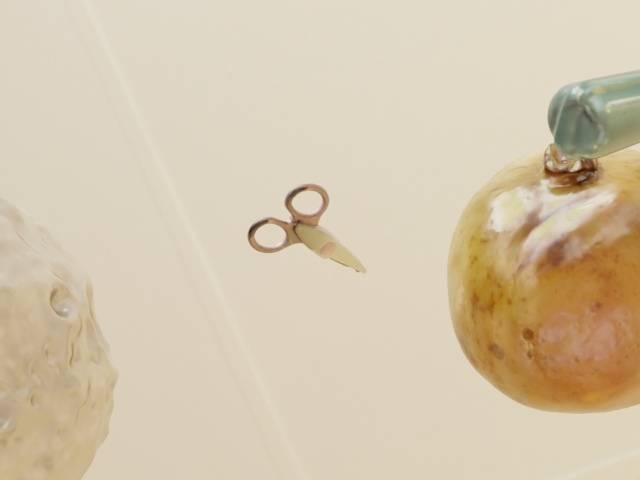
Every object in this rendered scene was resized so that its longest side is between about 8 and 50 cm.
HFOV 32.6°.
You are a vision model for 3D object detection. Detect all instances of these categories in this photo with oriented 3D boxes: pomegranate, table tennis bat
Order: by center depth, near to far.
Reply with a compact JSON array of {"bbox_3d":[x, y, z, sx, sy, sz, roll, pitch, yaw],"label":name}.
[{"bbox_3d":[0.213,-0.083,0.541,0.038,0.237,0.149,50,-32,41],"label":"table tennis bat"},{"bbox_3d":[0.204,0.022,0.836,0.215,0.215,0.215,5,-80,27],"label":"pomegranate"}]

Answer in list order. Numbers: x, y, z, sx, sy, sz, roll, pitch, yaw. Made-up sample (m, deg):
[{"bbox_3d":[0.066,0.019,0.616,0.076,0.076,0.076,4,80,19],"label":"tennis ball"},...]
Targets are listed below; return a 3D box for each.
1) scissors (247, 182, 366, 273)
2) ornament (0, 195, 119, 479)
[{"bbox_3d":[0.000,0.000,1.044,0.085,0.176,0.022,-42,-125,9],"label":"scissors"},{"bbox_3d":[-0.330,0.099,0.802,0.337,0.337,0.337,5,-80,27],"label":"ornament"}]
